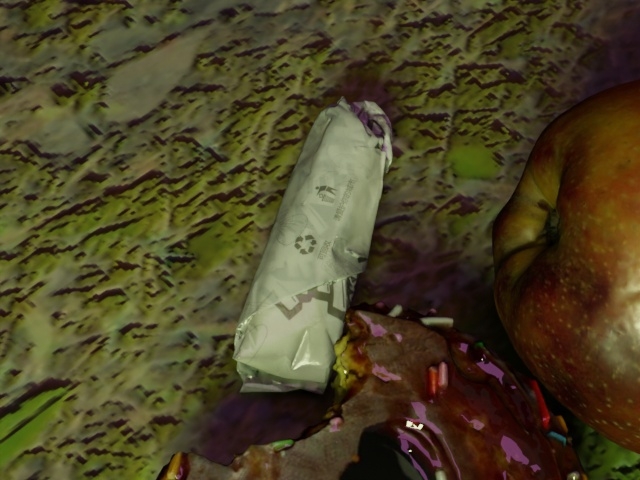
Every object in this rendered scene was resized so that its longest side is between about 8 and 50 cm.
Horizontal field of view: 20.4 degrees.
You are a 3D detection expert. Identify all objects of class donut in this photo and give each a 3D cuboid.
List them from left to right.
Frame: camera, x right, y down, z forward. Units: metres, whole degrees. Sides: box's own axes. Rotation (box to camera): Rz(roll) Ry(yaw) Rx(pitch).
[{"bbox_3d":[0.032,0.154,0.941,0.216,0.096,0.230,35,59,9],"label":"donut"}]

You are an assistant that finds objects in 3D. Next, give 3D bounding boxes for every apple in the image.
[{"bbox_3d":[0.206,0.012,0.983,0.230,0.230,0.230,4,58,-7],"label":"apple"}]

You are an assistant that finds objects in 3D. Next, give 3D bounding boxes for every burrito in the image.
[{"bbox_3d":[0.001,0.000,1.052,0.064,0.064,0.203,17,60,1],"label":"burrito"}]
